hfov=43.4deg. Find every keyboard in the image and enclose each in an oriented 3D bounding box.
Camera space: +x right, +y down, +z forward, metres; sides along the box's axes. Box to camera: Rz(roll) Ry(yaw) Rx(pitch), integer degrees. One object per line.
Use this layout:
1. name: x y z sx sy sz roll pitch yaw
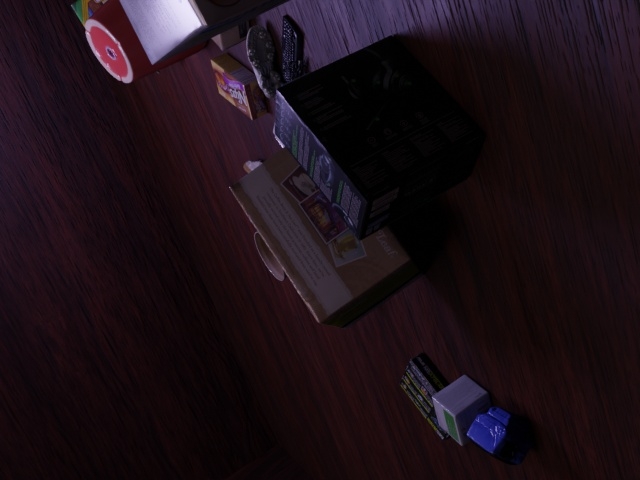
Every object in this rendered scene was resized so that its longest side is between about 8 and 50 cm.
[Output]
1. keyboard: -0.069 -0.398 1.784 0.100 0.038 0.192 52 160 24

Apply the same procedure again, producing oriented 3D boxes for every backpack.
1. backpack: 0.390 0.414 1.690 0.120 0.101 0.098 34 -178 -35

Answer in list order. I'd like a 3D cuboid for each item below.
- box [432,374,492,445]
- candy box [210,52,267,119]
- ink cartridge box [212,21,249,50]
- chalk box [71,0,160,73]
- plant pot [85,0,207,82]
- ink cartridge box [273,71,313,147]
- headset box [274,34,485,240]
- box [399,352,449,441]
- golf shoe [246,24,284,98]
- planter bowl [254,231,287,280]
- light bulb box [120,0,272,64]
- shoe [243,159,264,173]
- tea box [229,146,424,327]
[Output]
1. box: 0.321 0.379 1.802 0.087 0.102 0.101 37 152 52
2. candy box: -0.214 -0.406 2.115 0.186 0.053 0.109 45 155 42
3. ink cartridge box: -0.267 -0.603 1.914 0.235 0.088 0.193 49 159 28
4. chalk box: -0.598 -0.635 2.493 0.289 0.179 0.180 59 -176 8
5. plant pot: -0.486 -0.574 2.195 0.275 0.243 0.275 37 154 22
6. ink cartridge box: -0.026 -0.254 1.803 0.148 0.085 0.203 55 161 13
7. headset box: 0.087 -0.186 1.370 0.283 0.246 0.131 52 159 22
8. box: 0.282 0.394 2.012 0.191 0.045 0.184 51 161 22
9. golf shoe: -0.142 -0.424 1.893 0.086 0.069 0.176 -132 24 -55
10. planter bowl: -0.107 0.023 2.363 0.162 0.109 0.162 49 157 29
11. light bulb box: -0.145 -0.492 1.354 0.225 0.357 0.361 63 160 -13
12. shoe: -0.151 -0.184 2.280 0.076 0.058 0.219 36 -176 -39
13. tea box: 0.025 -0.015 1.655 0.329 0.220 0.323 56 -176 14
